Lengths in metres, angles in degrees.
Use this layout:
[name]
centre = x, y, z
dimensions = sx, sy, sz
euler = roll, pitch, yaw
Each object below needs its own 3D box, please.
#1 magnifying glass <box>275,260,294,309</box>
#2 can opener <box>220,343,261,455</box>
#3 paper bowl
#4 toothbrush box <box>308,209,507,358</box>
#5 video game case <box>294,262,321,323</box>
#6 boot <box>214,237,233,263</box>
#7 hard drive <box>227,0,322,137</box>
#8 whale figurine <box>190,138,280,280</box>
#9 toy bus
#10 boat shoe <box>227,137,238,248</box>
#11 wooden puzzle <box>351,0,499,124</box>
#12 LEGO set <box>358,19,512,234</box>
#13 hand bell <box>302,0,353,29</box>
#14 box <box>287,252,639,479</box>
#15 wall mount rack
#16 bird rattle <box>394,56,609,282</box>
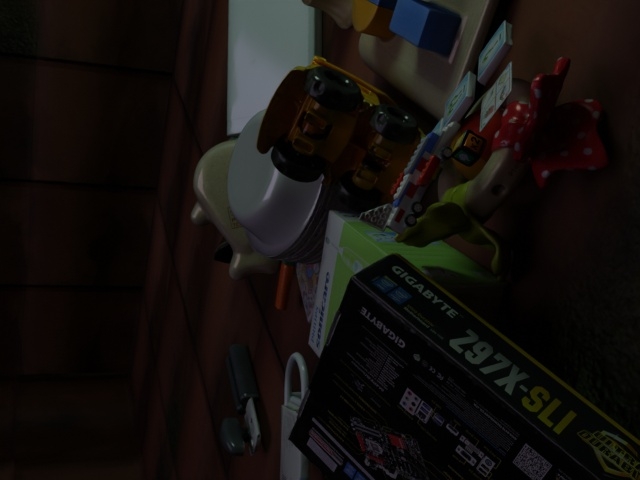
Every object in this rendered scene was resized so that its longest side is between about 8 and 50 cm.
[magnifying glass]
centre = -0.056, 0.020, 1.426
dimensions = 0.092, 0.026, 0.231
euler = -137, 55, -62
[can opener]
centre = -0.189, 0.354, 1.695
dimensions = 0.283, 0.095, 0.076
euler = -112, 33, -46
[paper bowl]
centre = -0.054, -0.109, 1.265
dimensions = 0.284, 0.148, 0.284
euler = -25, 59, 51
[toothbrush box]
centre = 0.095, 0.098, 0.968
dimensions = 0.283, 0.122, 0.206
euler = -140, 56, -62
[video game case]
centre = 0.000, 0.000, 1.350
dimensions = 0.227, 0.026, 0.206
euler = 115, 150, -45
[boot]
centre = -0.194, -0.042, 1.801
dimensions = 0.198, 0.076, 0.137
euler = -40, 45, 45
[hard drive]
centre = -0.090, -0.361, 1.454
dimensions = 0.202, 0.040, 0.308
euler = -3, 84, 30
[whale figurine]
centre = -0.147, -0.062, 1.502
dimensions = 0.141, 0.216, 0.272
euler = -20, -83, -83
[toy bus]
centre = 0.046, -0.163, 1.083
dimensions = 0.150, 0.220, 0.211
euler = -62, 0, 30
[boat shoe]
centre = -0.139, -0.081, 1.624
dimensions = 0.103, 0.118, 0.321
euler = 41, -148, -58
[wooden puzzle]
centre = 0.133, -0.355, 0.979
dimensions = 0.322, 0.080, 0.348
euler = -124, 42, -56
[LEGO set]
centre = 0.121, -0.113, 0.755
dimensions = 0.182, 0.060, 0.244
euler = -56, 8, 35
[hand bell]
centre = -0.059, -0.432, 1.253
dimensions = 0.126, 0.241, 0.126
euler = -177, 90, -68
[box]
centre = 0.128, 0.206, 0.734
dimensions = 0.322, 0.079, 0.257
euler = 39, 132, 26
[wall mount rack]
centre = 0.025, 0.347, 1.130
dimensions = 0.304, 0.130, 0.350
euler = 168, 104, -71
[bird rattle]
centre = 0.177, -0.092, 0.791
dimensions = 0.207, 0.143, 0.254
euler = -89, 17, -53
